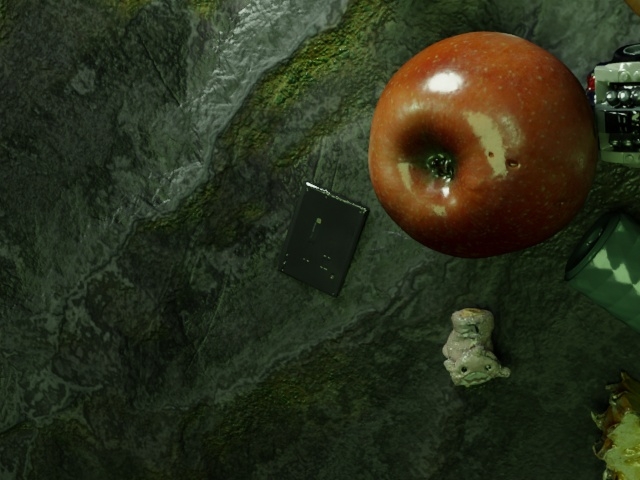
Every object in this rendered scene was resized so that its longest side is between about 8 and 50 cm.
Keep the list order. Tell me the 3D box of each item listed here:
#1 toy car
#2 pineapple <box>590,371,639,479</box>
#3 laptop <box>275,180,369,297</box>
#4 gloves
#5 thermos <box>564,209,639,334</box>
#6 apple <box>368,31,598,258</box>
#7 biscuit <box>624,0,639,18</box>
[{"bbox_3d":[0.530,-0.186,1.326,0.301,0.118,0.193,4,121,29],"label":"toy car"},{"bbox_3d":[0.563,0.344,1.555,0.186,0.114,0.237,-11,116,23],"label":"pineapple"},{"bbox_3d":[0.000,0.000,1.666,0.135,0.016,0.197,24,116,11],"label":"laptop"},{"bbox_3d":[0.267,0.192,1.604,0.110,0.094,0.144,-17,96,13],"label":"gloves"},{"bbox_3d":[0.543,0.077,1.422,0.286,0.145,0.182,35,139,3],"label":"thermos"},{"bbox_3d":[0.237,-0.136,1.360,0.348,0.277,0.349,16,118,32],"label":"apple"},{"bbox_3d":[0.530,-0.469,1.210,0.268,0.115,0.366,48,119,15],"label":"biscuit"}]
